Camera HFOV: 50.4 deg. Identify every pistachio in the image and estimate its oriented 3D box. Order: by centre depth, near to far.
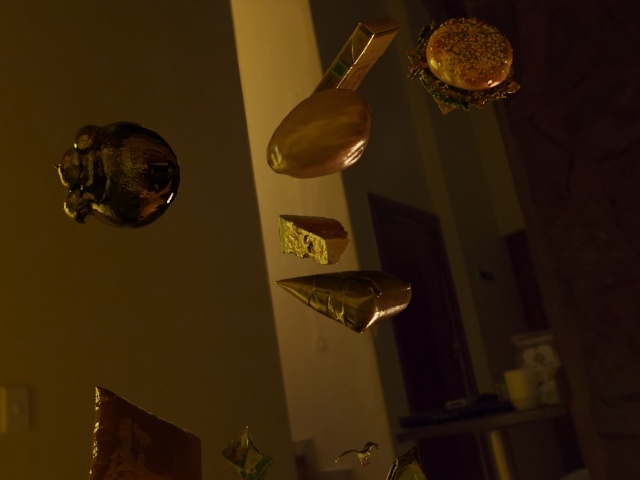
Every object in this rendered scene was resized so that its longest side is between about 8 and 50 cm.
[{"bbox_3d":[0.001,-0.162,1.068,0.185,0.126,0.108,-35,9,-4],"label":"pistachio"}]

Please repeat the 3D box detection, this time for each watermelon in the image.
[{"bbox_3d":[0.000,0.000,1.665,0.154,0.094,0.241,-5,15,-18],"label":"watermelon"}]

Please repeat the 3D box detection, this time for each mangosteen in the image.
[{"bbox_3d":[-0.406,-0.130,1.365,0.243,0.243,0.243,-9,-17,-3],"label":"mangosteen"}]

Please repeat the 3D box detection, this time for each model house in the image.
[{"bbox_3d":[0.219,0.575,1.648,0.106,0.165,0.152,22,14,-1],"label":"model house"}]

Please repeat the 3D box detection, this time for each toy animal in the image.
[{"bbox_3d":[0.068,0.343,1.082,0.084,0.028,0.050,-8,8,-33],"label":"toy animal"}]

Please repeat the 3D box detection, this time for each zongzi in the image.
[{"bbox_3d":[0.069,0.132,1.848,0.300,0.145,0.274,16,13,30],"label":"zongzi"}]

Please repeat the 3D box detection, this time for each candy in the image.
[{"bbox_3d":[-0.161,0.483,1.514,0.088,0.136,0.038,-53,-45,1],"label":"candy"}]

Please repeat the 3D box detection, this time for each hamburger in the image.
[{"bbox_3d":[0.230,-0.292,1.090,0.164,0.189,0.093,-30,-26,-20],"label":"hamburger"}]

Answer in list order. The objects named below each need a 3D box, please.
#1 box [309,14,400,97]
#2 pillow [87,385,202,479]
[{"bbox_3d":[0.039,-0.307,1.318,0.279,0.041,0.153,-50,-6,33],"label":"box"},{"bbox_3d":[-0.364,0.484,1.450,0.108,0.305,0.308,-40,-58,15],"label":"pillow"}]
